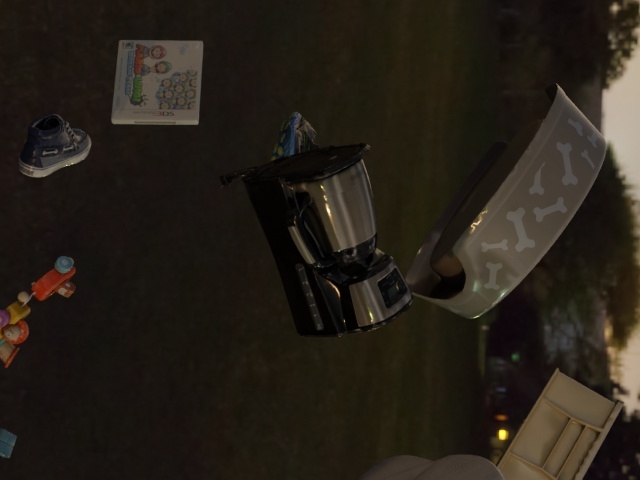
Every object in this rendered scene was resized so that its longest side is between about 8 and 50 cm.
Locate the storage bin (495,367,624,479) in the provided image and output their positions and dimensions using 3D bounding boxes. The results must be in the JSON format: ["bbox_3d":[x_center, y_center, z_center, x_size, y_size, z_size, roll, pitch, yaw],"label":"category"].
[{"bbox_3d":[0.365,0.389,1.636,0.260,0.123,0.262,-51,164,-27],"label":"storage bin"}]

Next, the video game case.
[{"bbox_3d":[-0.271,-0.266,1.618,0.019,0.143,0.157,90,0,-67],"label":"video game case"}]

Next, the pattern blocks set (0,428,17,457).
[{"bbox_3d":[-0.682,0.375,1.749,0.324,0.026,0.285,63,35,-44],"label":"pattern blocks set"}]

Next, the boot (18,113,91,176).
[{"bbox_3d":[-0.433,-0.174,1.618,0.190,0.069,0.086,-60,173,-63],"label":"boot"}]

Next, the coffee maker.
[{"bbox_3d":[0.000,0.000,1.007,0.171,0.120,0.178,11,-57,59],"label":"coffee maker"}]

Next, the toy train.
[{"bbox_3d":[-0.343,0.092,1.138,0.166,0.046,0.125,-43,-179,39],"label":"toy train"}]

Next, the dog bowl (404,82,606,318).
[{"bbox_3d":[0.252,-0.043,1.318,0.348,0.102,0.349,-54,-179,1],"label":"dog bowl"}]

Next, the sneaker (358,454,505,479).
[{"bbox_3d":[0.118,0.254,0.892,0.094,0.080,0.212,63,-23,-5],"label":"sneaker"}]

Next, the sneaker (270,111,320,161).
[{"bbox_3d":[-0.038,-0.166,1.710,0.067,0.078,0.188,-48,-165,28],"label":"sneaker"}]
